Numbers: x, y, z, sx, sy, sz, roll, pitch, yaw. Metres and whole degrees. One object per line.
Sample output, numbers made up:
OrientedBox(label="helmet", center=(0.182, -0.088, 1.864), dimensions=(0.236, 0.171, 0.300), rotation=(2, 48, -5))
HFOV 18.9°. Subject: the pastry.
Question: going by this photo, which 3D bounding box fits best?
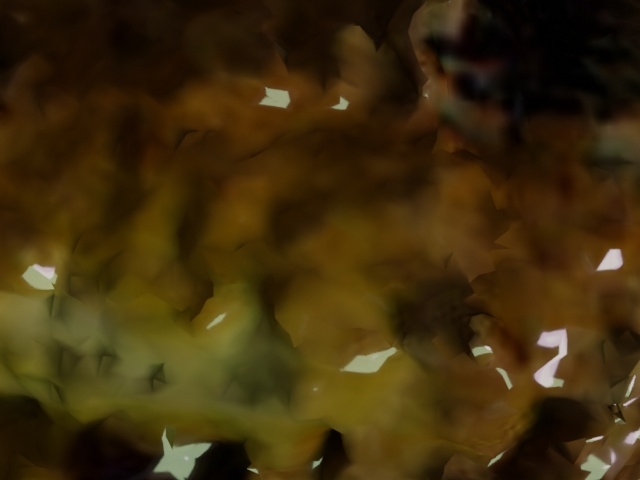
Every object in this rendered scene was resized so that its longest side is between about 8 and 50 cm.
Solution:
OrientedBox(label="pastry", center=(0.007, 0.004, 0.558), dimensions=(0.405, 0.337, 0.292), rotation=(0, 105, -58))
